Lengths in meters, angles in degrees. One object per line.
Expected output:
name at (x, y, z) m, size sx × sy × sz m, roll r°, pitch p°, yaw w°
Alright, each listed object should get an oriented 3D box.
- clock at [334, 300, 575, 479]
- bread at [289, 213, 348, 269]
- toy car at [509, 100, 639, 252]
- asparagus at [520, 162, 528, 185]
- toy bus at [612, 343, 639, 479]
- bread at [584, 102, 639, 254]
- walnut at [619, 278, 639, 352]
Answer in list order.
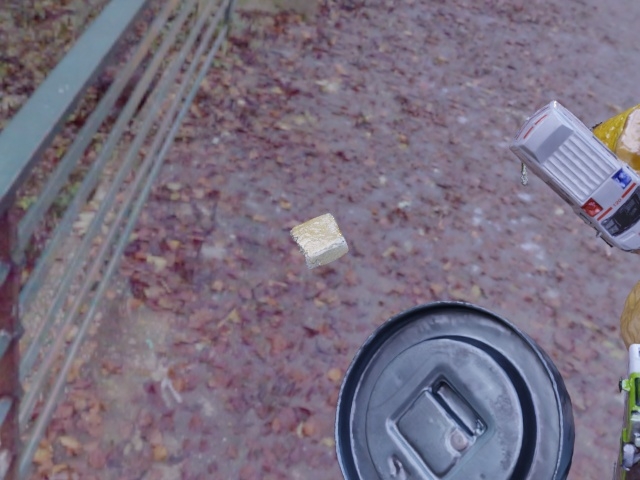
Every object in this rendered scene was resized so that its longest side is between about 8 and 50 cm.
clock at (0.164, 0.239, 1.058) m, size 0.066 × 0.319 × 0.319 m, roll 23°, pitch 22°, yaw -53°
bread at (0.000, 0.000, 1.192) m, size 0.070 × 0.035 × 0.083 m, roll -25°, pitch 40°, yaw -7°
toy car at (0.319, -0.071, 0.968) m, size 0.209 × 0.089 × 0.108 m, roll 44°, pitch 13°, yaw 4°
asparagus at (0.375, -0.143, 1.519) m, size 0.013 × 0.016 × 0.166 m, roll 25°, pitch 37°, yaw -3°
toy bus at (0.427, 0.274, 1.049) m, size 0.113 × 0.302 × 0.139 m, roll 4°, pitch 44°, yaw 17°
bread at (0.743, -0.137, 1.722) m, size 0.398 × 0.398 × 0.215 m, roll -6°, pitch 3°, yaw -25°
walnut at (0.583, 0.121, 1.315) m, size 0.193 × 0.226 × 0.193 m, roll 5°, pitch 52°, yaw -6°
